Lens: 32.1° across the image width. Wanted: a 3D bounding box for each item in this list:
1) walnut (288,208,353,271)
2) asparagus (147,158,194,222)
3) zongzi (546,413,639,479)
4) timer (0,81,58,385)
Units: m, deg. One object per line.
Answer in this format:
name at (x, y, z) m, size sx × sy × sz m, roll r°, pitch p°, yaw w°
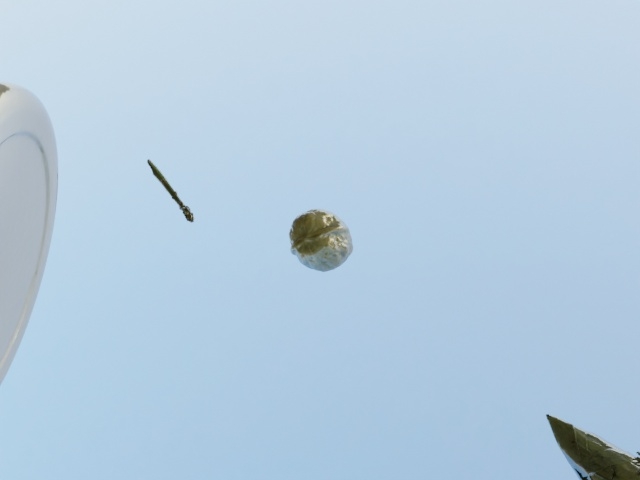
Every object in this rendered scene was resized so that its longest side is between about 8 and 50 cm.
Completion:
walnut at (0.000, 0.000, 1.453) m, size 0.092 × 0.092 × 0.092 m, roll -27°, pitch -141°, yaw 25°
asparagus at (-0.205, -0.068, 1.519) m, size 0.166 × 0.016 × 0.013 m, roll 48°, pitch -56°, yaw 44°
zongzi at (0.283, 0.219, 1.098) m, size 0.055 × 0.119 × 0.109 m, roll -44°, pitch -172°, yaw -15°
timer at (-0.277, -0.017, 0.512) m, size 0.266 × 0.175 × 0.175 m, roll 15°, pitch -124°, yaw 3°
